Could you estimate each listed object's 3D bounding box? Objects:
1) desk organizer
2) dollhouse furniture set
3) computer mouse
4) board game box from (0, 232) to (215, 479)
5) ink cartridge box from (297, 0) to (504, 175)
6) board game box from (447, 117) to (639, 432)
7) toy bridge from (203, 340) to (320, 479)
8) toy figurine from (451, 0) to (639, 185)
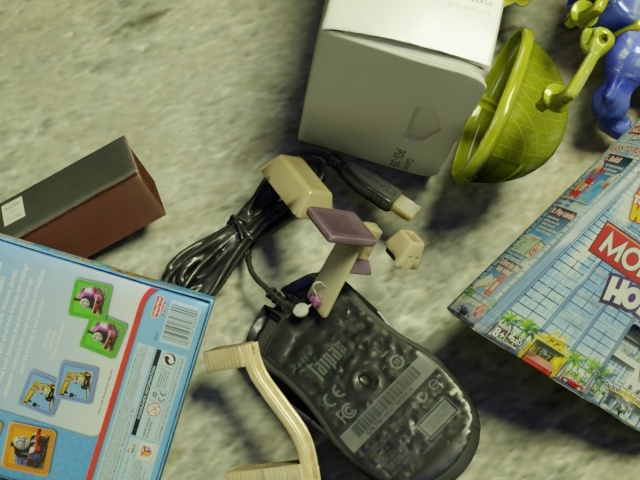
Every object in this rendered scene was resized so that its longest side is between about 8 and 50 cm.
[{"bbox_3d":[-0.184,-0.017,0.851,0.130,0.050,0.047,-29,45,2],"label":"desk organizer"},{"bbox_3d":[0.000,0.000,0.840,0.091,0.081,0.114,6,33,-38],"label":"dollhouse furniture set"},{"bbox_3d":[0.029,0.054,0.854,0.262,0.060,0.184,37,77,17],"label":"computer mouse"},{"bbox_3d":[-0.197,0.085,0.803,0.212,0.039,0.160,17,92,-2],"label":"board game box"},{"bbox_3d":[0.075,-0.218,0.858,0.117,0.207,0.282,14,73,-1],"label":"ink cartridge box"},{"bbox_3d":[0.224,0.022,0.823,0.194,0.060,0.194,32,93,-17],"label":"board game box"},{"bbox_3d":[-0.033,0.162,0.798,0.063,0.026,0.188,-12,87,21],"label":"toy bridge"},{"bbox_3d":[0.259,-0.164,0.874,0.217,0.191,0.362,29,64,-19],"label":"toy figurine"}]
